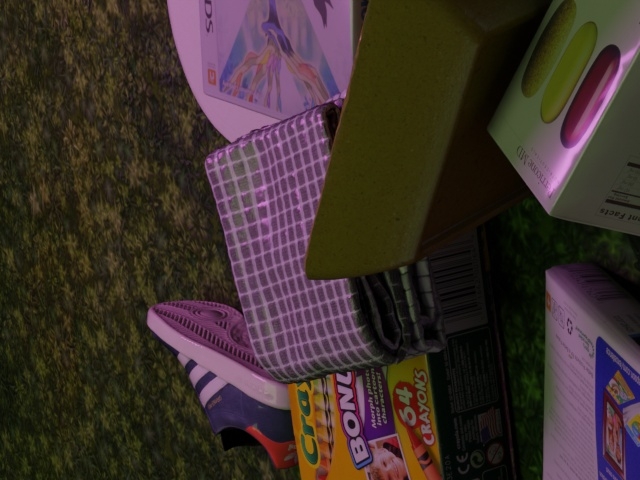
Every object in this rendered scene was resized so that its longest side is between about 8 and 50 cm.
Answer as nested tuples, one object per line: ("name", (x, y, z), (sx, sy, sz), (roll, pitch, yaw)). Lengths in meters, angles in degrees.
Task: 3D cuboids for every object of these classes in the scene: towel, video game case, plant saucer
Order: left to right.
("video game case", (-0.045, -0.281, 1.757), (0.329, 0.036, 0.300), (23, 121, 52))
("towel", (0.000, 0.000, 1.636), (0.235, 0.121, 0.283), (-21, 82, 58))
("plant saucer", (0.148, -0.128, 1.376), (0.081, 0.333, 0.332), (37, 133, 26))

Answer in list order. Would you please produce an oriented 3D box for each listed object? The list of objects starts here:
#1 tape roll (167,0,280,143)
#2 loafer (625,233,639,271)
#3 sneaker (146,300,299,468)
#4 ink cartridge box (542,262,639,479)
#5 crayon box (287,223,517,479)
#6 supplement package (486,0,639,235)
("tape roll", (-0.067, -0.295, 1.890), (0.392, 0.072, 0.392), (28, 124, 51))
("loafer", (0.314, 0.014, 1.382), (0.223, 0.076, 0.078), (69, 154, 23))
("sneaker", (-0.127, 0.192, 2.108), (0.350, 0.131, 0.148), (31, 122, 50))
("ink cartridge box", (0.275, 0.212, 1.430), (0.303, 0.072, 0.307), (-126, 30, -68))
("crayon box", (0.075, 0.155, 1.787), (0.313, 0.106, 0.363), (4, 104, 58))
("supplement package", (0.258, -0.140, 1.234), (0.244, 0.134, 0.139), (-65, 30, 25))
